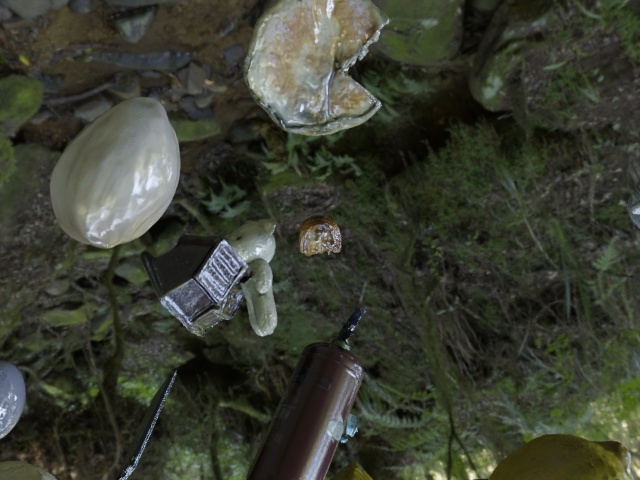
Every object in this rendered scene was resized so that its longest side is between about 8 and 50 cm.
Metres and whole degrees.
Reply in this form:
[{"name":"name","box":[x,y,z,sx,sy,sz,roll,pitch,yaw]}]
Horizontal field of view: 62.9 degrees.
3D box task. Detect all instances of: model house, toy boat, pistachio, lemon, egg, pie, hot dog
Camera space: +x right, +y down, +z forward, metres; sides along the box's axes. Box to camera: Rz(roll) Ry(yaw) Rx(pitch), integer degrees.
[{"name":"model house","box":[-0.196,0.068,0.895,0.152,0.165,0.106,-31,-140,2]},{"name":"toy boat","box":[0.078,0.562,1.646,0.215,0.102,0.088,-65,-179,-75]},{"name":"pistachio","box":[-0.406,-0.138,1.067,0.332,0.226,0.208,-57,-165,5]},{"name":"lemon","box":[0.439,0.486,0.946,0.320,0.245,0.245,-41,177,-1]},{"name":"egg","box":[-0.785,0.386,1.246,0.146,0.198,0.146,13,164,4]},{"name":"pie","box":[-0.009,-0.390,1.137,0.338,0.337,0.075,-24,-164,3]},{"name":"hot dog","box":[-0.002,-0.002,1.197,0.099,0.065,0.147,-5,154,-3]}]

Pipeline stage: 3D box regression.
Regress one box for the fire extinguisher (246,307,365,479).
[{"name":"fire extinguisher","box":[-0.008,0.272,0.844,0.337,0.114,0.135,-64,-176,-29]}]

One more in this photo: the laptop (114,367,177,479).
[{"name":"laptop","box":[-0.296,0.317,0.888,0.129,0.016,0.180,-51,-165,39]}]

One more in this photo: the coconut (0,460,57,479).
[{"name":"coconut","box":[-0.673,0.642,1.101,0.297,0.254,0.297,-5,-159,2]}]

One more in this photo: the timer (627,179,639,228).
[{"name":"timer","box":[0.714,-0.064,0.971,0.315,0.290,0.291,9,164,-20]}]

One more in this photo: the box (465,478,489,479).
[{"name":"box","box":[0.513,0.726,1.286,0.339,0.229,0.239,-4,142,0]}]

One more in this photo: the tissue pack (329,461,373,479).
[{"name":"tissue pack","box":[0.081,0.907,1.825,0.192,0.134,0.271,-42,172,2]}]

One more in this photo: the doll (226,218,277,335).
[{"name":"doll","box":[-0.168,0.094,1.262,0.175,0.278,0.149,-23,166,38]}]
